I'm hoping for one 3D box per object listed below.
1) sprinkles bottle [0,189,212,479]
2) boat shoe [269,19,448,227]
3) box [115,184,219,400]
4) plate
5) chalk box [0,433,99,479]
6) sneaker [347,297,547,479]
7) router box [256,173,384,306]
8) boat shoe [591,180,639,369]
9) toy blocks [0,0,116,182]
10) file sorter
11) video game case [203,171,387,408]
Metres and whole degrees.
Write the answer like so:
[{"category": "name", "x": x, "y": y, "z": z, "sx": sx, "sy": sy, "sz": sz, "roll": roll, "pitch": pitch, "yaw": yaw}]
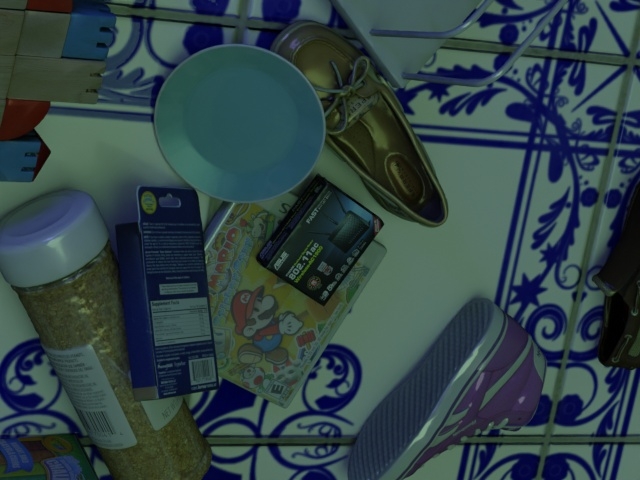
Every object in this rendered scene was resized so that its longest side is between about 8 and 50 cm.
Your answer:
[{"category": "sprinkles bottle", "x": -0.235, "y": 0.121, "z": 1.835, "sx": 0.121, "sy": 0.121, "sz": 0.355, "roll": -28, "pitch": 117, "yaw": -11}, {"category": "boat shoe", "x": 0.053, "y": -0.129, "z": 1.877, "sx": 0.104, "sy": 0.089, "sz": 0.285, "roll": -44, "pitch": 118, "yaw": -1}, {"category": "box", "x": -0.165, "y": 0.055, "z": 1.814, "sx": 0.136, "sy": 0.036, "sz": 0.225, "roll": 1, "pitch": 84, "yaw": -65}, {"category": "plate", "x": -0.086, "y": -0.129, "z": 1.827, "sx": 0.188, "sy": 0.024, "sz": 0.188, "roll": 3, "pitch": 118, "yaw": 5}, {"category": "chalk box", "x": -0.315, "y": 0.301, "z": 1.864, "sx": 0.213, "sy": 0.132, "sz": 0.132, "roll": -3, "pitch": 110, "yaw": -23}, {"category": "sneaker", "x": 0.169, "y": 0.225, "z": 2.053, "sx": 0.282, "sy": 0.102, "sz": 0.161, "roll": -48, "pitch": 122, "yaw": 0}, {"category": "router box", "x": 0.000, "y": 0.000, "z": 1.904, "sx": 0.092, "sy": 0.038, "sz": 0.122, "roll": 34, "pitch": 93, "yaw": -28}, {"category": "boat shoe", "x": 0.386, "y": 0.047, "z": 2.079, "sx": 0.095, "sy": 0.095, "sz": 0.257, "roll": -6, "pitch": 112, "yaw": -14}, {"category": "toy blocks", "x": -0.326, "y": -0.204, "z": 1.654, "sx": 0.261, "sy": 0.191, "sz": 0.381, "roll": 1, "pitch": 122, "yaw": -31}, {"category": "file sorter", "x": 0.110, "y": -0.321, "z": 1.760, "sx": 0.193, "sy": 0.173, "sz": 0.278, "roll": -49, "pitch": 120, "yaw": -18}, {"category": "video game case", "x": -0.062, "y": 0.058, "z": 1.936, "sx": 0.206, "sy": 0.026, "sz": 0.227, "roll": 30, "pitch": 96, "yaw": -28}]
